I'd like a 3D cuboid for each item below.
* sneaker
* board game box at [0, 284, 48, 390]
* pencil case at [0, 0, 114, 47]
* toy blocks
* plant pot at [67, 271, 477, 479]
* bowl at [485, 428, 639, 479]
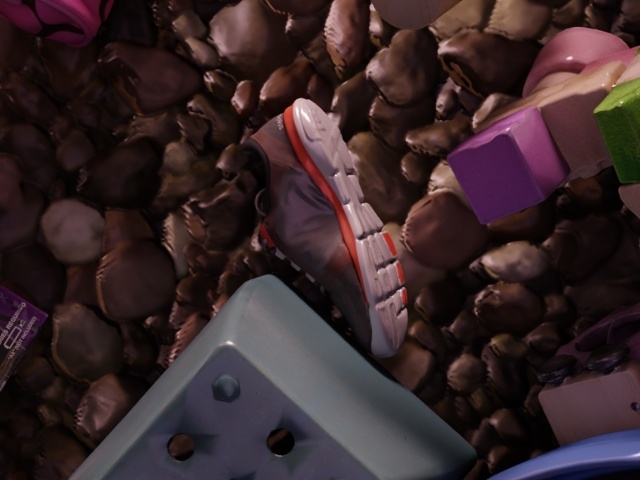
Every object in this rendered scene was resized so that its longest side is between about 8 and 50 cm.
[{"bbox_3d":[0.000,0.000,1.040,0.065,0.061,0.158,-25,77,18],"label":"sneaker"},{"bbox_3d":[-0.328,0.133,0.988,0.208,0.056,0.347,32,74,-4],"label":"board game box"},{"bbox_3d":[-0.131,-0.218,1.037,0.095,0.098,0.209,23,89,5],"label":"pencil case"},{"bbox_3d":[0.230,-0.092,0.959,0.288,0.260,0.309,-17,104,33],"label":"toy blocks"},{"bbox_3d":[-0.029,0.123,0.938,0.165,0.234,0.166,42,89,6],"label":"plant pot"},{"bbox_3d":[0.192,0.276,0.922,0.391,0.077,0.391,5,107,16],"label":"bowl"}]
